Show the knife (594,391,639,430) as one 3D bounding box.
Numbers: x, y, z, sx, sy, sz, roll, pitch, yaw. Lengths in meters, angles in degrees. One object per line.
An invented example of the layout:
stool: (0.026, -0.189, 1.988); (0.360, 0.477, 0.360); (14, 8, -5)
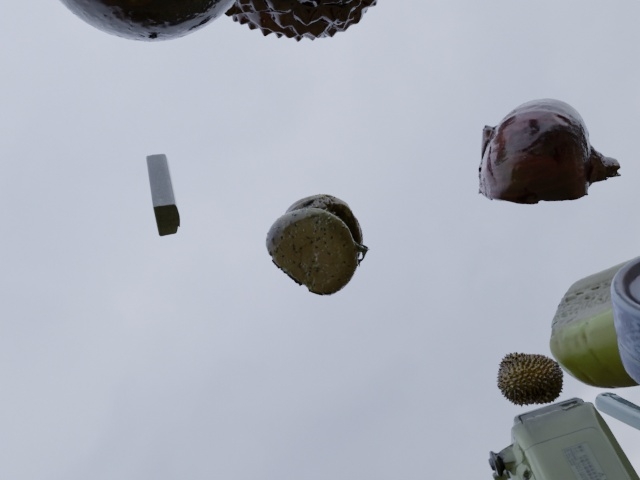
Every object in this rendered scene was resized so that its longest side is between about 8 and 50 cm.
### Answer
knife: (0.402, 0.221, 0.797); (0.044, 0.162, 0.023); (2, -88, -12)

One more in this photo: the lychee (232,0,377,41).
lychee: (-0.054, -0.599, 1.108); (0.425, 0.425, 0.499); (-19, -78, -28)

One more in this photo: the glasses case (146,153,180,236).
glasses case: (-0.313, -0.095, 1.278); (0.047, 0.205, 0.070); (-10, -53, -13)

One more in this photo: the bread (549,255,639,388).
bread: (0.603, 0.142, 1.150); (0.377, 0.208, 0.251); (-31, 9, 46)

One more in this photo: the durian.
durian: (0.490, 0.327, 1.518); (0.168, 0.158, 0.136); (-9, -91, -2)

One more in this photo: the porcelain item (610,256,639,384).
porcelain item: (0.389, 0.088, 0.673); (0.147, 0.147, 0.114); (-28, -67, -21)

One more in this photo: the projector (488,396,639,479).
projector: (0.199, 0.262, 0.467); (0.088, 0.193, 0.269); (-19, -48, 1)

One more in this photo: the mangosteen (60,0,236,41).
mangosteen: (-0.208, -0.391, 0.822); (0.306, 0.306, 0.359); (-44, -20, -4)

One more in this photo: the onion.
onion: (0.250, -0.107, 0.713); (0.206, 0.151, 0.098); (-47, -49, -67)

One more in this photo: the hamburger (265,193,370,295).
hamburger: (0.000, 0.000, 2.129); (0.276, 0.318, 0.195); (-53, 0, 34)
